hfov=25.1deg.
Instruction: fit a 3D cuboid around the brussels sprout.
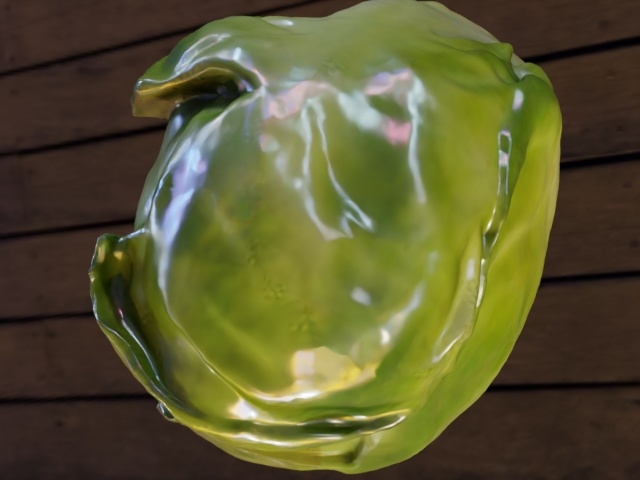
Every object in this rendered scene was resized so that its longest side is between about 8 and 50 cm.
[{"bbox_3d":[0.002,0.000,0.766,0.227,0.294,0.259,30,149,12],"label":"brussels sprout"}]
